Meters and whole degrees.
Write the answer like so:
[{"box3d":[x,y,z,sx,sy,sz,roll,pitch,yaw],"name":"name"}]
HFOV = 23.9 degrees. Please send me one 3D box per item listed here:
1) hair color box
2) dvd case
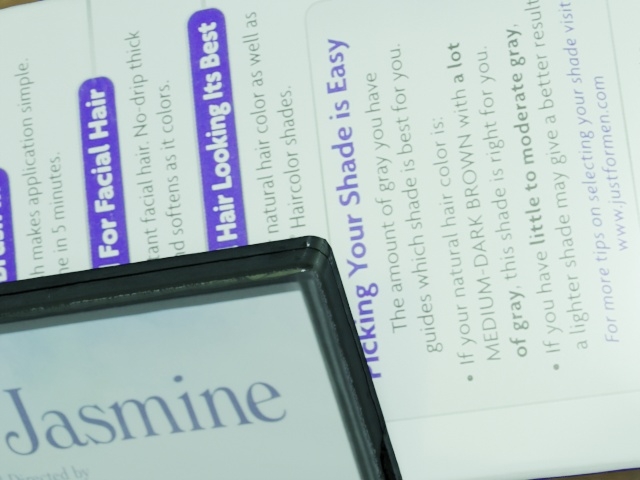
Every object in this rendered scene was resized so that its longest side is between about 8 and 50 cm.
[{"box3d":[0.000,0.000,0.534,0.339,0.110,0.185,-8,81,14],"name":"hair color box"},{"box3d":[-0.052,0.120,0.492,0.180,0.022,0.253,-9,119,15],"name":"dvd case"}]
